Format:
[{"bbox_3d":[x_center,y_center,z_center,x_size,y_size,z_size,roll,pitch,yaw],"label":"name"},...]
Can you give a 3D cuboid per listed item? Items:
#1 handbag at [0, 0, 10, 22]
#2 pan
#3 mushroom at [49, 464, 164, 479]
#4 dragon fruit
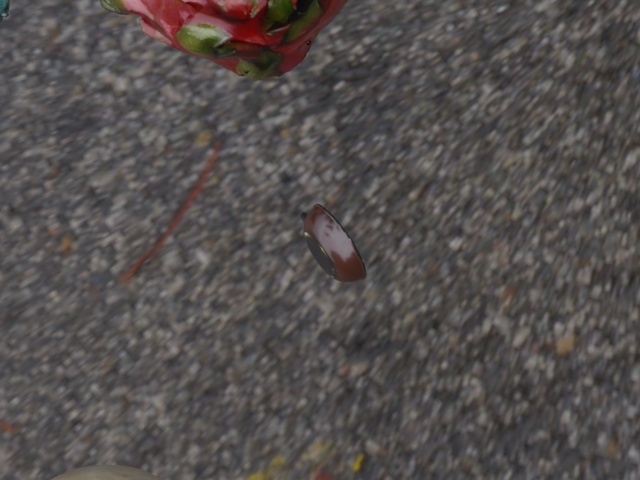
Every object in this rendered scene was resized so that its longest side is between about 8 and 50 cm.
[{"bbox_3d":[-0.446,-0.260,1.537,0.269,0.274,0.100,59,138,20],"label":"handbag"},{"bbox_3d":[-0.001,0.000,1.331,0.023,0.115,0.068,-33,112,-10],"label":"pan"},{"bbox_3d":[-0.151,0.264,1.178,0.204,0.204,0.204,3,103,13],"label":"mushroom"},{"bbox_3d":[-0.073,-0.278,1.604,0.231,0.302,0.237,28,100,6],"label":"dragon fruit"}]
